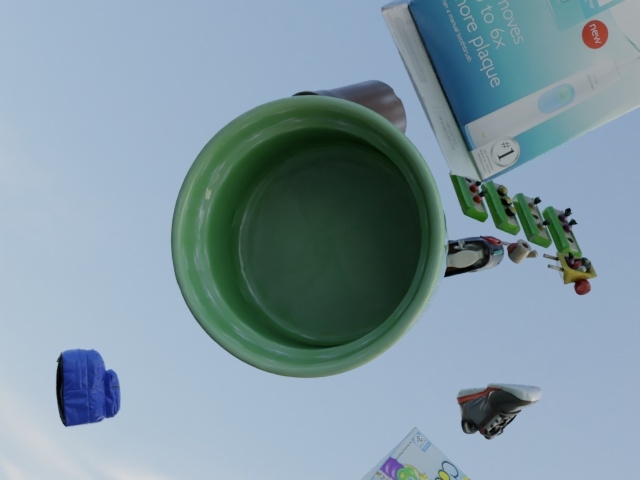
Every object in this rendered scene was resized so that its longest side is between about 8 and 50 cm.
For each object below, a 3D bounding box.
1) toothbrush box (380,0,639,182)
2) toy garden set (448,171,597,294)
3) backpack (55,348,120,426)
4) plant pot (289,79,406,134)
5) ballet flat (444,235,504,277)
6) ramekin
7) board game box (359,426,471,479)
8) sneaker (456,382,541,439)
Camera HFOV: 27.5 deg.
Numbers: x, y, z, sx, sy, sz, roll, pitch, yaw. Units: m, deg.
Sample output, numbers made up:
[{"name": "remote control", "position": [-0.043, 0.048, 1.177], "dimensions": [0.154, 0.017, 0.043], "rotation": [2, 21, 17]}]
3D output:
[{"name": "toothbrush box", "position": [0.250, -0.225, 1.455], "dimensions": [0.216, 0.295, 0.126], "rotation": [66, -9, -12]}, {"name": "toy garden set", "position": [0.341, -0.023, 2.129], "dimensions": [0.244, 0.204, 0.049], "rotation": [20, -55, -27]}, {"name": "backpack", "position": [-0.367, 0.229, 2.055], "dimensions": [0.098, 0.101, 0.120], "rotation": [145, -62, -72]}, {"name": "plant pot", "position": [0.046, -0.190, 2.191], "dimensions": [0.167, 0.165, 0.167], "rotation": [22, -56, 38]}, {"name": "ballet flat", "position": [0.199, 0.032, 2.134], "dimensions": [0.203, 0.074, 0.074], "rotation": [-11, -57, 24]}, {"name": "ramekin", "position": [0.000, 0.000, 1.456], "dimensions": [0.303, 0.303, 0.148], "rotation": [37, 6, 15]}, {"name": "board game box", "position": [0.084, 0.419, 1.871], "dimensions": [0.142, 0.144, 0.275], "rotation": [44, -50, 5]}, {"name": "sneaker", "position": [0.217, 0.207, 1.572], "dimensions": [0.061, 0.065, 0.158], "rotation": [7, -14, -19]}]
